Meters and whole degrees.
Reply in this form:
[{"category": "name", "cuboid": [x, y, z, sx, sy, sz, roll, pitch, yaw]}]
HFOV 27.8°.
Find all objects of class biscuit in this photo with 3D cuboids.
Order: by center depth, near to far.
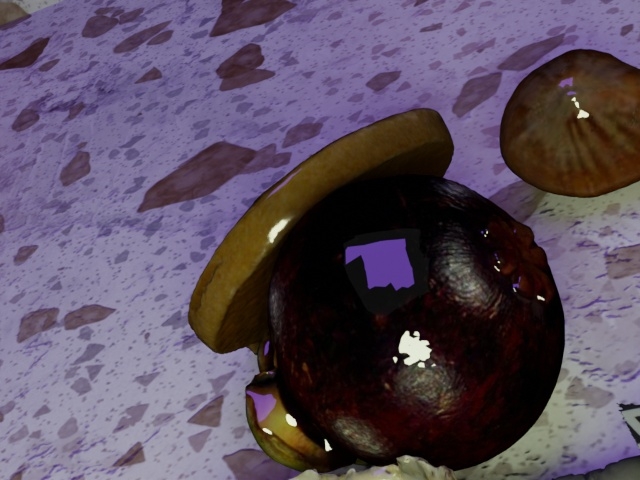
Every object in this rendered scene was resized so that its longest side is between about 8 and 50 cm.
[{"category": "biscuit", "cuboid": [-0.007, -0.006, 1.481, 0.394, 0.070, 0.350, -23, -27, -55]}]

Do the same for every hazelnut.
[{"category": "hazelnut", "cuboid": [0.317, -0.150, 1.551, 0.210, 0.210, 0.186, -11, 38, 21]}]

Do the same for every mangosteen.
[{"category": "mangosteen", "cuboid": [0.074, 0.100, 1.284, 0.347, 0.307, 0.307, -40, 21, 34]}]

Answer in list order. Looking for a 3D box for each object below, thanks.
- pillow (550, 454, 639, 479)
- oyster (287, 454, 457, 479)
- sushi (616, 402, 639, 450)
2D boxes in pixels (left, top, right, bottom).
[{"category": "pillow", "cuboid": [0.234, 0.285, 1.059, 0.326, 0.101, 0.228, -17, 29, 10]}, {"category": "oyster", "cuboid": [-0.005, 0.294, 1.145, 0.341, 0.110, 0.166, -42, 31, 15]}, {"category": "sushi", "cuboid": [0.403, 0.172, 1.041, 0.279, 0.043, 0.192, 1, 30, -8]}]
